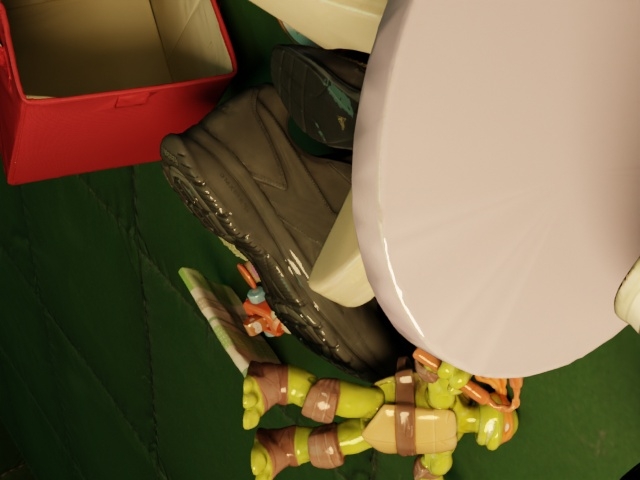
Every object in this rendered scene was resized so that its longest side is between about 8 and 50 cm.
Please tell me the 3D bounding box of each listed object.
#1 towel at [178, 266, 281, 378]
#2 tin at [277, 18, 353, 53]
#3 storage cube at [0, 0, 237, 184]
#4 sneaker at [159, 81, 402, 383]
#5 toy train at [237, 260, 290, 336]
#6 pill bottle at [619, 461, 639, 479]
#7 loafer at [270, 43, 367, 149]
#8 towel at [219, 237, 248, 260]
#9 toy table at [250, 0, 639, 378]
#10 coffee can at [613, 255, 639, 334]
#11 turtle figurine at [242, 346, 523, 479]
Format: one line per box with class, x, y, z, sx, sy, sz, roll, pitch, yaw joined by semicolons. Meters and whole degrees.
towel;-0.085;0.096;0.994;0.152;0.023;0.113;54;-174;26
tin;-0.019;-0.227;0.702;0.189;0.040;0.106;64;155;7
storage cube;-0.211;-0.180;0.873;0.193;0.215;0.183;-39;67;61
sneaker;0.000;0.000;0.757;0.286;0.130;0.109;55;162;-26
toy train;-0.061;0.049;0.921;0.125;0.046;0.166;23;142;43
pill bottle;0.251;0.190;0.447;0.219;0.123;0.123;60;150;13
loafer;0.030;-0.097;0.669;0.170;0.061;0.062;40;142;33
towel;-0.110;-0.051;0.983;0.148;0.027;0.110;41;143;39
toy table;0.088;-0.080;0.442;0.252;0.274;0.161;40;171;-21
coffee can;0.256;0.065;0.272;0.275;0.201;0.201;55;149;23
turtle figurine;0.055;0.125;0.698;0.269;0.217;0.087;85;-173;-47
